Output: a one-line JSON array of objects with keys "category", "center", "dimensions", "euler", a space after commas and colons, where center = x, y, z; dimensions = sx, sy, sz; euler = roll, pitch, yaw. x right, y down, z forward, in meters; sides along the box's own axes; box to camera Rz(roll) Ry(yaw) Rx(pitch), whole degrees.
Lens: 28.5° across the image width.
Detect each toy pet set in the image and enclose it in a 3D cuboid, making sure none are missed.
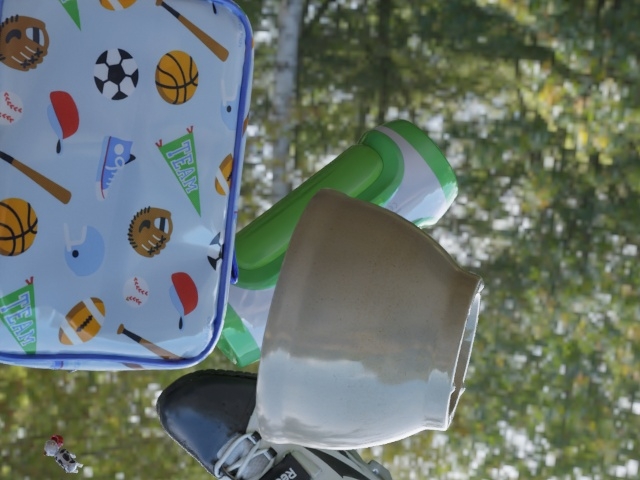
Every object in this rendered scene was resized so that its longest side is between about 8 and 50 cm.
[{"category": "toy pet set", "center": [-0.300, 0.272, 1.312], "dimensions": [0.114, 0.122, 0.065], "euler": [36, 179, 35]}]

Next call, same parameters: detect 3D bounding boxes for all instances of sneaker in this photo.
[{"category": "sneaker", "center": [-0.030, 0.258, 1.343], "dimensions": [0.331, 0.122, 0.146], "euler": [34, -158, -21]}]

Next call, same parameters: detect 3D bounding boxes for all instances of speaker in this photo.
[{"category": "speaker", "center": [0.000, 0.000, 1.318], "dimensions": [0.296, 0.131, 0.131], "euler": [-38, -146, -13]}]

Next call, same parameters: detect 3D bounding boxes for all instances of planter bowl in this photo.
[{"category": "planter bowl", "center": [0.037, 0.058, 0.772], "dimensions": [0.109, 0.162, 0.162], "euler": [13, -157, 13]}]

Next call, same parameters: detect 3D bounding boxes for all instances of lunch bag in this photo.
[{"category": "lunch bag", "center": [-0.164, -0.046, 0.927], "dimensions": [0.243, 0.303, 0.115], "euler": [6, -177, -40]}]
